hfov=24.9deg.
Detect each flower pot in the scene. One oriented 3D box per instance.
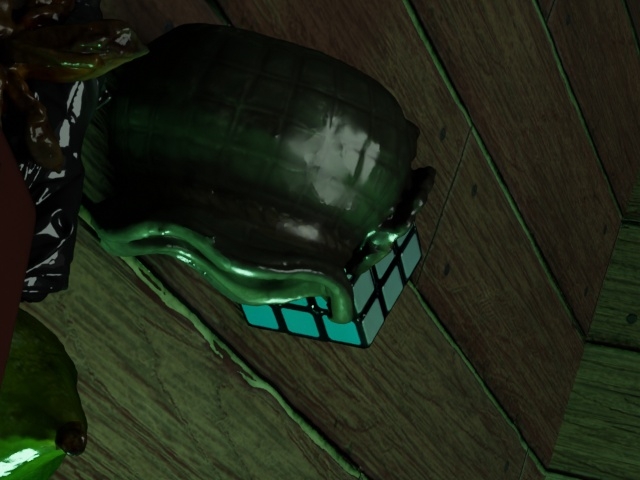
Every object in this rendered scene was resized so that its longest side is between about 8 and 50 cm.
[{"bbox_3d":[-0.052,-0.055,1.322,0.302,0.302,0.213,32,75,-61],"label":"flower pot"}]

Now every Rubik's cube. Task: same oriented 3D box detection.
[{"bbox_3d":[0.000,0.000,1.575,0.163,0.162,0.160,-57,144,-35],"label":"Rubik's cube"}]

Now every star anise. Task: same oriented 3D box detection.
[{"bbox_3d":[-0.249,-0.140,1.080,0.212,0.196,0.111,-37,179,-11],"label":"star anise"}]

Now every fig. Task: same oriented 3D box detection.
[{"bbox_3d":[-0.242,0.138,1.085,0.203,0.235,0.203,-17,110,-58],"label":"fig"}]

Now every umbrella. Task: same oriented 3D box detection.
[{"bbox_3d":[-0.218,-0.115,1.179,0.118,0.118,0.340,31,72,-61],"label":"umbrella"}]

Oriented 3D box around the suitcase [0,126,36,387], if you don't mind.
[{"bbox_3d":[-0.299,0.019,0.923,0.236,0.161,0.297,74,12,-46],"label":"suitcase"}]
